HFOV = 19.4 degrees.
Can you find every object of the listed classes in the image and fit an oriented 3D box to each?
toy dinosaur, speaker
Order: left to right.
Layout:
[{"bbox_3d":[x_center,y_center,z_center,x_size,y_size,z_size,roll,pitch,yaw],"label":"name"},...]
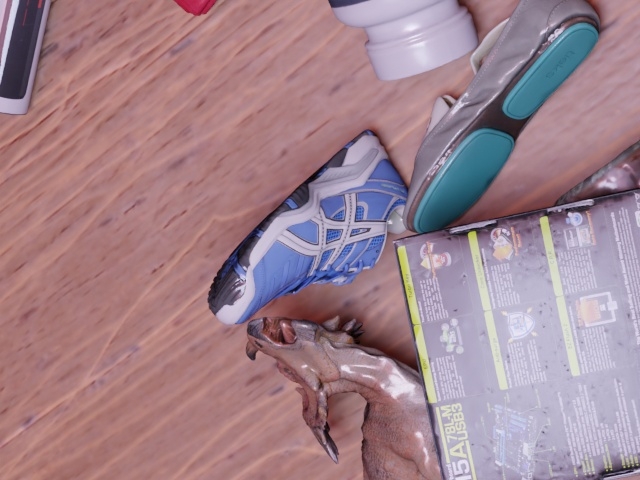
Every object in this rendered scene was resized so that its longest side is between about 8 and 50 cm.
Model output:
[{"bbox_3d":[-0.247,-0.173,1.494,0.055,0.055,0.136,18,101,16],"label":"speaker"},{"bbox_3d":[0.067,0.166,1.401,0.200,0.127,0.295,-3,111,28],"label":"toy dinosaur"}]

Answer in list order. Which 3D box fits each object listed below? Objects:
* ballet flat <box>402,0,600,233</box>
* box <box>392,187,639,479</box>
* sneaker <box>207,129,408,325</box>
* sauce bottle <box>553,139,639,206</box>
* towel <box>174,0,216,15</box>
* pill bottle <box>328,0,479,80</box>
[{"bbox_3d":[0.122,-0.100,1.381,0.213,0.072,0.068,-51,54,16],"label":"ballet flat"},{"bbox_3d":[0.157,0.073,1.264,0.184,0.045,0.190,-13,89,13],"label":"box"},{"bbox_3d":[0.000,0.000,1.362,0.081,0.211,0.080,49,143,-2],"label":"sneaker"},{"bbox_3d":[0.297,0.088,1.312,0.111,0.111,0.344,-36,83,19],"label":"sauce bottle"},{"bbox_3d":[-0.078,-0.332,1.431,0.199,0.031,0.275,44,107,9],"label":"towel"},{"bbox_3d":[0.047,-0.213,1.356,0.108,0.108,0.180,-16,104,20],"label":"pill bottle"}]
